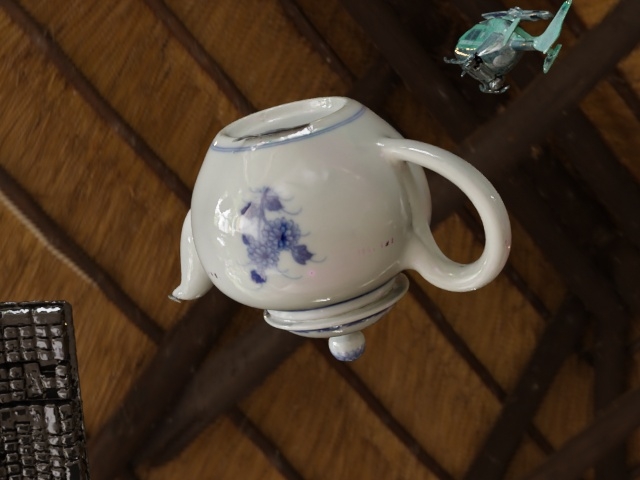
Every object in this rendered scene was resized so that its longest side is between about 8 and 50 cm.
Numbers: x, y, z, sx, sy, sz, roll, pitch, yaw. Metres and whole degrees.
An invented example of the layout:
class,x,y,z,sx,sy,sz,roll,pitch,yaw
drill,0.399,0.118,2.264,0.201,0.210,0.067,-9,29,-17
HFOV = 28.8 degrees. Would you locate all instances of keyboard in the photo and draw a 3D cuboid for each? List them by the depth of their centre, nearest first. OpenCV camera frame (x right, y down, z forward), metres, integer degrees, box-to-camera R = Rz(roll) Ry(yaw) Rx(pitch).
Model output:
class,x,y,z,sx,sy,sz,roll,pitch,yaw
keyboard,-0.196,0.138,0.853,0.072,0.023,0.231,0,-57,-2

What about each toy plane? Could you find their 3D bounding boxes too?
class,x,y,z,sx,sy,sz,roll,pitch,yaw
toy plane,0.202,-0.212,1.347,0.060,0.235,0.096,35,-92,-17

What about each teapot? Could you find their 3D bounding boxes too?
class,x,y,z,sx,sy,sz,roll,pitch,yaw
teapot,0.000,0.000,1.307,0.424,0.252,0.280,-5,-71,31
